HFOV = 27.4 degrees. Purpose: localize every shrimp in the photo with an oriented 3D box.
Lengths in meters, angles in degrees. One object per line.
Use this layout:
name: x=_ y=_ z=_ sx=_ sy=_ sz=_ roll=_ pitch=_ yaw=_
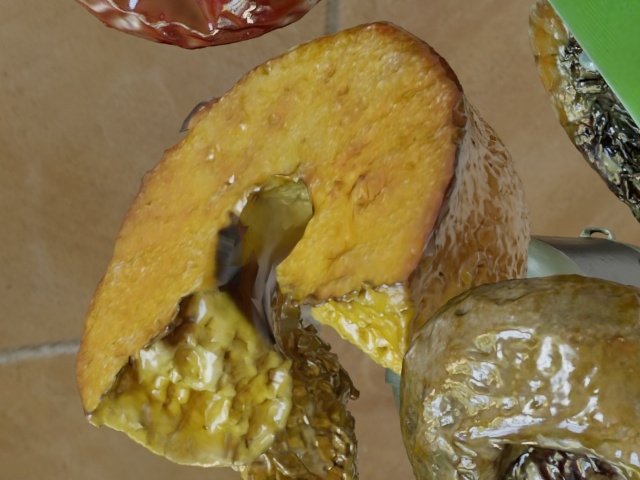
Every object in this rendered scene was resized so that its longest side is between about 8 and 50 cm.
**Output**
shrimp: x=0.350 y=-0.133 z=1.450 sx=0.071 sy=0.233 sz=0.365 roll=-31 pitch=82 yaw=-18

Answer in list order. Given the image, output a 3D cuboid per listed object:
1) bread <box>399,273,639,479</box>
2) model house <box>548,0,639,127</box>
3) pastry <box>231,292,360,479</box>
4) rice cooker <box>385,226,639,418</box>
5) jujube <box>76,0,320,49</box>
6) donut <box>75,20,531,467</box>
bread: x=0.154 y=0.130 z=0.822 sx=0.123 sy=0.230 sz=0.230 roll=-53 pitch=151 yaw=-49
model house: x=0.256 y=-0.235 z=0.817 sx=0.358 sy=0.313 sz=0.242 roll=-39 pitch=105 yaw=9
pastry: x=-0.024 y=0.182 z=1.312 sx=0.154 sy=0.250 sz=0.102 roll=5 pitch=153 yaw=-13
rice cooker: x=0.242 y=0.133 z=1.362 sx=0.277 sy=0.288 sz=0.288 roll=4 pitch=115 yaw=-48
jujube: x=-0.062 y=-0.226 z=0.691 sx=0.213 sy=0.232 sz=0.213 roll=10 pitch=141 yaw=8
donut: x=0.000 y=0.000 z=1.122 sx=0.435 sy=0.377 sz=0.163 roll=-19 pitch=134 yaw=41
